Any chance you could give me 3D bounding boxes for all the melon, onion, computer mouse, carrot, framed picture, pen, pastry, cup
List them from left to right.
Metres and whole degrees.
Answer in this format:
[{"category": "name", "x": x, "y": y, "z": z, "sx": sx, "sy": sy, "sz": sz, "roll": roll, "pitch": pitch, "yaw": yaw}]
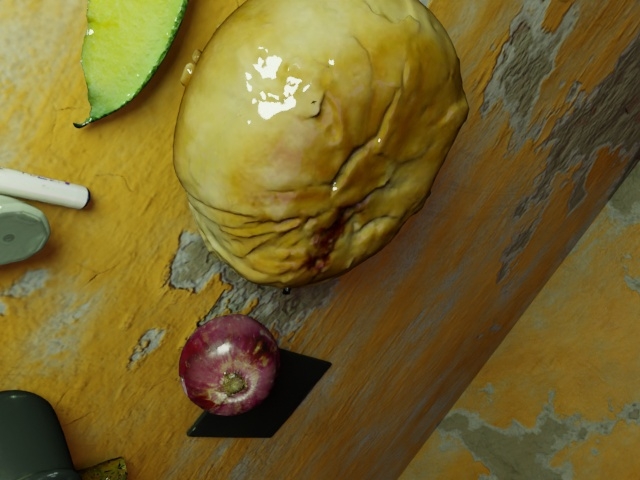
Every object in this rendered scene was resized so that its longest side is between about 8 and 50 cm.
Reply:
[{"category": "computer mouse", "x": -0.383, "y": -0.002, "z": 0.611, "sx": 0.181, "sy": 0.056, "sz": 0.089, "roll": -22, "pitch": 142, "yaw": -23}, {"category": "pen", "x": -0.360, "y": -0.067, "z": 0.593, "sx": 0.269, "sy": 0.033, "sz": 0.033, "roll": 13, "pitch": 113, "yaw": -53}, {"category": "cup", "x": -0.410, "y": 0.320, "z": 0.795, "sx": 0.169, "sy": 0.176, "sz": 0.223, "roll": -43, "pitch": 146, "yaw": -15}, {"category": "carrot", "x": -0.432, "y": 0.424, "z": 0.976, "sx": 0.228, "sy": 0.069, "sz": 0.069, "roll": -5, "pitch": 127, "yaw": -48}, {"category": "melon", "x": -0.199, "y": -0.228, "z": 0.605, "sx": 0.114, "sy": 0.053, "sz": 0.262, "roll": 9, "pitch": 116, "yaw": -44}, {"category": "onion", "x": -0.156, "y": 0.213, "z": 1.010, "sx": 0.177, "sy": 0.153, "sz": 0.177, "roll": -15, "pitch": 135, "yaw": -16}, {"category": "framed picture", "x": -0.122, "y": 0.347, "z": 1.305, "sx": 0.244, "sy": 0.013, "sz": 0.324, "roll": -52, "pitch": 146, "yaw": 3}, {"category": "pastry", "x": -0.007, "y": -0.132, "z": 0.742, "sx": 0.409, "sy": 0.245, "sz": 0.410, "roll": -28, "pitch": 142, "yaw": -24}]

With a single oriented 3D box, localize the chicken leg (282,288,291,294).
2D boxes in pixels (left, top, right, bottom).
[{"category": "chicken leg", "x": 0.000, "y": 0.000, "z": 1.053, "sx": 0.234, "sy": 0.063, "sz": 0.105, "roll": -48, "pitch": 152, "yaw": -6}]
